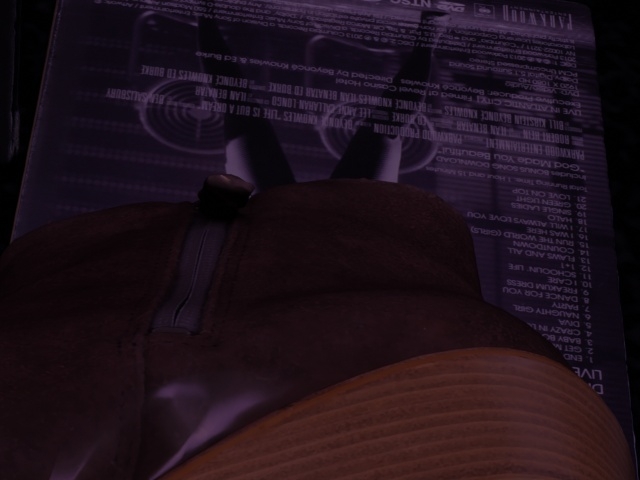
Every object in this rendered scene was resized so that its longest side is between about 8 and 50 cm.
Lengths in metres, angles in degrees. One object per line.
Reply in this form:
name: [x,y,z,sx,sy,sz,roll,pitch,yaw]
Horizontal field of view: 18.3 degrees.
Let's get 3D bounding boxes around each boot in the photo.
boot: [-0.067,0.051,0.401,0.248,0.090,0.207,-5,20,-6]

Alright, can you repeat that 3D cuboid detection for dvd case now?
dvd case: [0.000,0.000,0.541,0.165,0.018,0.221,7,45,-5]

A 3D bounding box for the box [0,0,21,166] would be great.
box: [-0.184,-0.091,0.500,0.207,0.153,0.108,-9,49,-21]
